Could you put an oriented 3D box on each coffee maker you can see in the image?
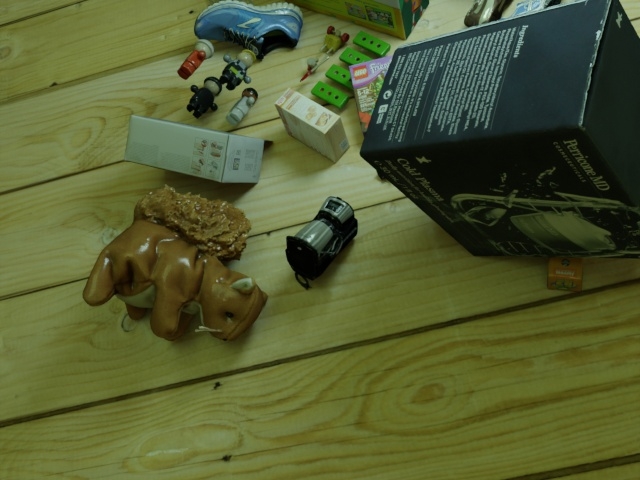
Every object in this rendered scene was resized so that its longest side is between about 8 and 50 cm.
[{"bbox_3d":[0.000,0.000,1.709,0.120,0.171,0.178,40,57,6],"label":"coffee maker"}]

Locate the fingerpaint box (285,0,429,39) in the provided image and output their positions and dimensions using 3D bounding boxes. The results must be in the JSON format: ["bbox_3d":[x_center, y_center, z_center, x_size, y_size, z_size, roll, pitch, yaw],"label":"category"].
[{"bbox_3d":[0.067,-0.810,1.954,0.445,0.371,0.163,25,74,25],"label":"fingerpaint box"}]

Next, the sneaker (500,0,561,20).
[{"bbox_3d":[0.588,-0.642,1.898,0.211,0.080,0.081,-41,65,-8],"label":"sneaker"}]

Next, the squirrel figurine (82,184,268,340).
[{"bbox_3d":[-0.303,0.059,1.686,0.370,0.281,0.397,13,71,13],"label":"squirrel figurine"}]

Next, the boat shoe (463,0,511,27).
[{"bbox_3d":[0.489,-0.704,1.949,0.095,0.095,0.257,24,73,30],"label":"boat shoe"}]

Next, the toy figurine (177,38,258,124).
[{"bbox_3d":[-0.284,-0.454,1.966,0.209,0.213,0.148,14,52,17],"label":"toy figurine"}]

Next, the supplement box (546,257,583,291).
[{"bbox_3d":[0.571,-0.004,1.588,0.078,0.080,0.233,4,67,18],"label":"supplement box"}]

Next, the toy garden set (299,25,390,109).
[{"bbox_3d":[0.054,-0.505,1.992,0.204,0.049,0.244,33,77,24],"label":"toy garden set"}]

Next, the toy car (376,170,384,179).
[{"bbox_3d":[0.205,-0.160,1.797,0.122,0.060,0.040,47,38,12],"label":"toy car"}]

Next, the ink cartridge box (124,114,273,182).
[{"bbox_3d":[-0.324,-0.247,1.889,0.309,0.272,0.130,14,99,21],"label":"ink cartridge box"}]

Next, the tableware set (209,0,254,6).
[{"bbox_3d":[-0.281,-0.758,2.211,0.128,0.039,0.194,-34,54,10],"label":"tableware set"}]

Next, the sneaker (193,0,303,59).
[{"bbox_3d":[-0.218,-0.630,2.066,0.330,0.130,0.147,-1,70,3],"label":"sneaker"}]

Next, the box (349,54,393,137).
[{"bbox_3d":[0.239,-0.407,1.859,0.293,0.057,0.201,-13,76,8],"label":"box"}]

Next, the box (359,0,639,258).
[{"bbox_3d":[0.428,-0.190,1.400,0.472,0.480,0.297,-2,62,45],"label":"box"}]

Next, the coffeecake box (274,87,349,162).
[{"bbox_3d":[-0.022,-0.311,1.859,0.185,0.142,0.068,35,76,26],"label":"coffeecake box"}]
